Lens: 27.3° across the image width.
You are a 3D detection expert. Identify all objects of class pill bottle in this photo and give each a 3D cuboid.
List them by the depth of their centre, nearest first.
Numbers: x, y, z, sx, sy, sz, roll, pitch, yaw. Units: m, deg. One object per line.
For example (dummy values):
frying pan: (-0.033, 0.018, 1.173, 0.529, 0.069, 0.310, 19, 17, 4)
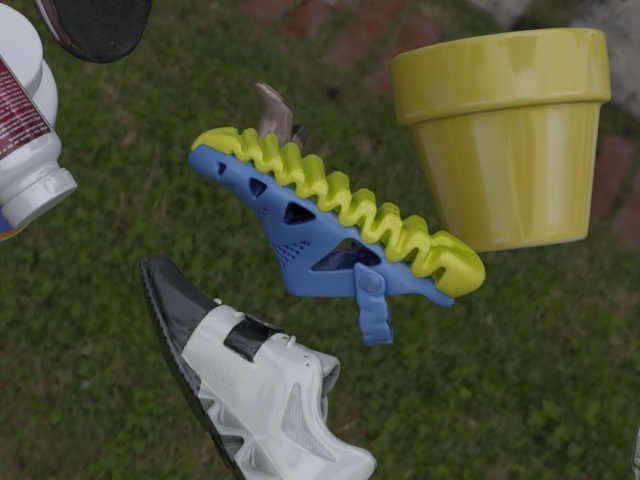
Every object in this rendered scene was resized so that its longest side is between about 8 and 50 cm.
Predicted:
pill bottle: (-0.271, -0.089, 1.088, 0.086, 0.086, 0.152, -37, 93, -42)
pill bottle: (-0.343, -0.116, 1.316, 0.152, 0.272, 0.152, 6, 63, -12)

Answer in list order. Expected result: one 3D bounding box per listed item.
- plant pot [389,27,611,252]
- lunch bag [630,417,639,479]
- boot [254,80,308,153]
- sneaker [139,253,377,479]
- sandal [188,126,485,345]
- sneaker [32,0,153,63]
plant pot: (0.218, -0.110, 1.545, 0.254, 0.254, 0.239, -6, 90, -30)
lunch bag: (0.348, 0.098, 0.919, 0.169, 0.287, 0.235, 49, 13, 34)
boot: (-0.068, -0.136, 1.710, 0.118, 0.042, 0.087, 47, 72, -25)
sneaker: (-0.064, 0.132, 1.302, 0.146, 0.122, 0.330, -29, 66, -12)
sandal: (0.000, 0.000, 1.314, 0.317, 0.138, 0.126, 33, 15, 0)
sneaker: (-0.122, -0.244, 0.905, 0.162, 0.281, 0.106, 24, 33, 39)
